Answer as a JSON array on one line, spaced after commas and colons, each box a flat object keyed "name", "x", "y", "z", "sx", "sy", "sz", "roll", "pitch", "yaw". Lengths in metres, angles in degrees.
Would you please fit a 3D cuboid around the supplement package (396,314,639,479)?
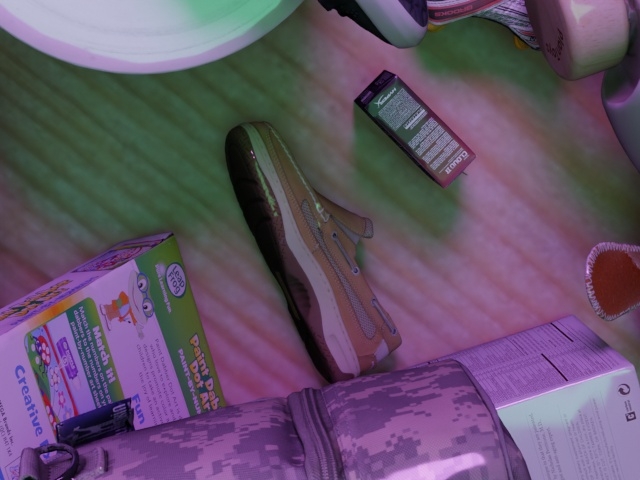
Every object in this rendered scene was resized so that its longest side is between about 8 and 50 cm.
[{"name": "supplement package", "x": 0.113, "y": 0.181, "z": 0.942, "sx": 0.203, "sy": 0.149, "sz": 0.194, "roll": -17, "pitch": 100, "yaw": -2}]

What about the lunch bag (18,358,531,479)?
[{"name": "lunch bag", "x": -0.009, "y": 0.227, "z": 0.755, "sx": 0.256, "sy": 0.212, "sz": 0.305, "roll": -13, "pitch": 101, "yaw": -5}]

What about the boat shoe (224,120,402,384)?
[{"name": "boat shoe", "x": 0.000, "y": 0.000, "z": 0.950, "sx": 0.072, "sy": 0.068, "sz": 0.190, "roll": -27, "pitch": 111, "yaw": -13}]

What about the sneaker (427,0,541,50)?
[{"name": "sneaker", "x": 0.158, "y": -0.173, "z": 0.931, "sx": 0.225, "sy": 0.088, "sz": 0.092, "roll": 3, "pitch": 126, "yaw": -10}]

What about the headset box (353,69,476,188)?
[{"name": "headset box", "x": 0.064, "y": -0.071, "z": 0.939, "sx": 0.083, "sy": 0.062, "sz": 0.032, "roll": 43, "pitch": 94, "yaw": -10}]

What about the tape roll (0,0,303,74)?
[{"name": "tape roll", "x": -0.107, "y": -0.223, "z": 0.842, "sx": 0.246, "sy": 0.169, "sz": 0.246, "roll": -1, "pitch": 101, "yaw": -5}]

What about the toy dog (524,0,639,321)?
[{"name": "toy dog", "x": 0.241, "y": -0.045, "z": 0.865, "sx": 0.220, "sy": 0.161, "sz": 0.333, "roll": -34, "pitch": 119, "yaw": 8}]

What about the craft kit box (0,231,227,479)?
[{"name": "craft kit box", "x": -0.132, "y": 0.148, "z": 0.870, "sx": 0.061, "sy": 0.246, "sz": 0.250, "roll": -9, "pitch": 102, "yaw": 30}]

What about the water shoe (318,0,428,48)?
[{"name": "water shoe", "x": -0.031, "y": -0.165, "z": 0.750, "sx": 0.203, "sy": 0.073, "sz": 0.080, "roll": 43, "pitch": 121, "yaw": -14}]
